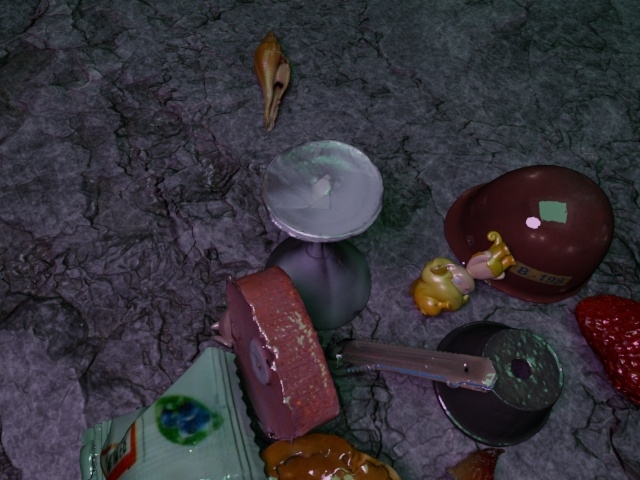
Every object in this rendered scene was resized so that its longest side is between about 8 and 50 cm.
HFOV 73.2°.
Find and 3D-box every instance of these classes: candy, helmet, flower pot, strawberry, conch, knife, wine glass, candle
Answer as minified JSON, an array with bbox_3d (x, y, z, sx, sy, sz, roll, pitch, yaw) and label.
[{"bbox_3d":[-0.295,0.389,0.767,0.397,0.172,0.263,-37,44,19],"label":"candy"},{"bbox_3d":[0.517,-0.052,1.017,0.384,0.230,0.338,18,66,5],"label":"helmet"},{"bbox_3d":[0.378,0.277,0.887,0.268,0.166,0.269,0,65,0],"label":"flower pot"},{"bbox_3d":[0.676,0.215,0.936,0.205,0.205,0.244,-31,47,-16],"label":"strawberry"},{"bbox_3d":[-0.146,-0.477,1.284,0.109,0.093,0.331,2,84,-20],"label":"conch"},{"bbox_3d":[0.170,0.253,0.877,0.364,0.043,0.089,-1,63,33],"label":"knife"},{"bbox_3d":[0.000,0.000,0.878,0.266,0.406,0.267,1,62,-2],"label":"wine glass"},{"bbox_3d":[-0.060,0.212,0.763,0.131,0.317,0.287,-17,27,-23],"label":"candle"}]

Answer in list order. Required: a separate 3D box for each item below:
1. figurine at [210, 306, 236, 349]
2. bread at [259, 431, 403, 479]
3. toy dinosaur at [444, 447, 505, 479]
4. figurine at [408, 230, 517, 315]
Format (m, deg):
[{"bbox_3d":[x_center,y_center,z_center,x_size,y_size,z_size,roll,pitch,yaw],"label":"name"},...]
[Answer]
[{"bbox_3d":[-0.164,0.186,0.941,0.125,0.125,0.138,20,55,8],"label":"figurine"},{"bbox_3d":[-0.011,0.526,0.735,0.336,0.204,0.358,27,70,8],"label":"bread"},{"bbox_3d":[0.294,0.572,0.791,0.206,0.113,0.328,-23,53,16],"label":"toy dinosaur"},{"bbox_3d":[0.312,0.083,0.975,0.246,0.156,0.131,-29,32,18],"label":"figurine"}]
